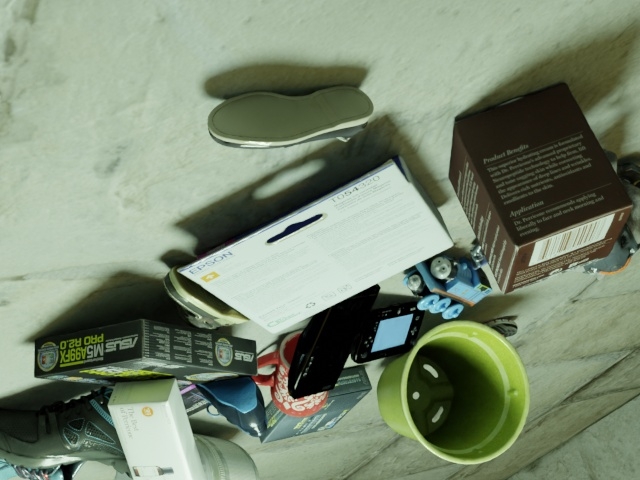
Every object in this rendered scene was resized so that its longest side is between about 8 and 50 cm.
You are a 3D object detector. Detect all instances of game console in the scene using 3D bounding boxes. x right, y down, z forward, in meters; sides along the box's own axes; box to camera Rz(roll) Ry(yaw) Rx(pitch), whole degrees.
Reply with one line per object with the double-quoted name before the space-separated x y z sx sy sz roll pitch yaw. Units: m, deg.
"game console" 0.082 0.158 1.784 0.361 0.044 0.213 -6 125 -53

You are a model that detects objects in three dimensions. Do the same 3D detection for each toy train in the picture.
"toy train" 0.221 0.075 1.776 0.105 0.080 0.184 -41 149 18

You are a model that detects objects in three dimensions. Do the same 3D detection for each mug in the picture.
"mug" -0.050 0.248 1.869 0.150 0.113 0.169 -17 152 -15

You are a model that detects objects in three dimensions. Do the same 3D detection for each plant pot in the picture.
"plant pot" 0.242 0.311 2.067 0.276 0.276 0.254 -12 174 -21

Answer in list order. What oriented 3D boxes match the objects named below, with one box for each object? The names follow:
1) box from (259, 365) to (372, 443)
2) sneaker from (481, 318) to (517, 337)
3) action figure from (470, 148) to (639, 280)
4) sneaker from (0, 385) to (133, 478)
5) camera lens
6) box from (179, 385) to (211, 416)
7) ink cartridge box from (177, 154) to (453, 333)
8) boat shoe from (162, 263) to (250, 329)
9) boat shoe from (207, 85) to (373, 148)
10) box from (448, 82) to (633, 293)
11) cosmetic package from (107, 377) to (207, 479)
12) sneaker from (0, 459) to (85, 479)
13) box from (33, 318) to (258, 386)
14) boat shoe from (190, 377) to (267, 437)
"box" -0.019 0.354 2.171 0.183 0.059 0.232 -5 151 -29
"sneaker" 0.357 0.218 2.178 0.170 0.074 0.063 -8 153 -27
"action figure" 0.392 -0.004 1.635 0.341 0.178 0.330 -31 147 21
"sneaker" -0.391 0.297 1.666 0.341 0.125 0.139 7 107 -11
"camera lens" -0.268 0.511 2.097 0.219 0.219 0.274 -28 155 14
"box" -0.260 0.294 1.887 0.116 0.029 0.162 -26 157 11
"ink cartridge box" 0.000 0.000 1.447 0.324 0.071 0.330 -26 152 10
"boat shoe" -0.175 0.095 1.483 0.073 0.080 0.223 -32 159 11
"boat shoe" -0.036 -0.126 1.149 0.206 0.075 0.065 -13 152 -30
"box" 0.291 -0.067 1.377 0.168 0.203 0.167 -19 156 -4
"cosmetic package" -0.247 0.327 1.575 0.099 0.060 0.239 -7 120 8
"sneaker" -0.483 0.383 1.771 0.262 0.125 0.104 -26 155 10
"box" -0.259 0.178 1.533 0.216 0.060 0.270 -12 163 30
"boat shoe" -0.153 0.257 1.668 0.109 0.089 0.258 -25 -162 -6
